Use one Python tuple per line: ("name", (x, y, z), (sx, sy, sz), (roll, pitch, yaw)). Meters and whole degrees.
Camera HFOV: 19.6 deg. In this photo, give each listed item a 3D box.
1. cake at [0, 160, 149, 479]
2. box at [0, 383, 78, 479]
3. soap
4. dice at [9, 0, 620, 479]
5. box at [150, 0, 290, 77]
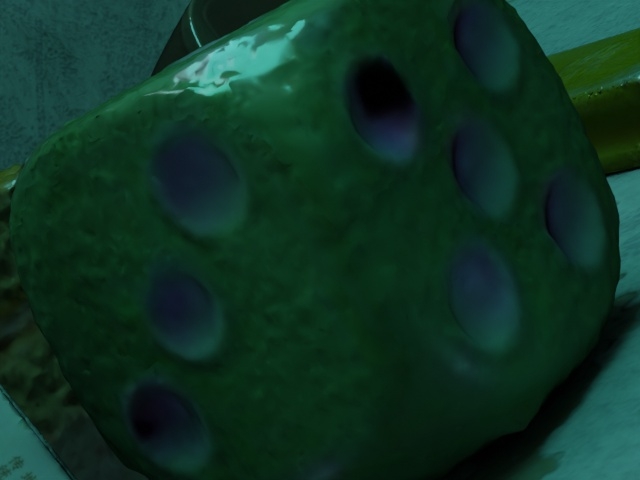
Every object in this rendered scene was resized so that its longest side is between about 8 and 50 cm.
("cake", (-0.301, 0.137, 1.546), (0.314, 0.307, 0.293), (-17, 20, 46))
("box", (-0.359, 0.224, 1.194), (0.385, 0.344, 0.122), (-34, -20, -22))
("soap", (0.277, -0.136, 1.828), (0.199, 0.091, 0.315), (-39, 14, -32))
("dice", (0.000, 0.000, 1.339), (0.322, 0.330, 0.318), (-20, 10, 41))
("box", (-0.056, -0.105, 1.946), (0.216, 0.301, 0.301), (-50, -2, 35))
